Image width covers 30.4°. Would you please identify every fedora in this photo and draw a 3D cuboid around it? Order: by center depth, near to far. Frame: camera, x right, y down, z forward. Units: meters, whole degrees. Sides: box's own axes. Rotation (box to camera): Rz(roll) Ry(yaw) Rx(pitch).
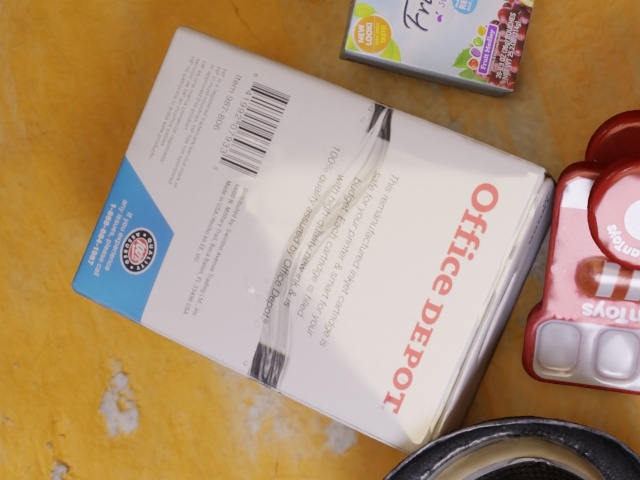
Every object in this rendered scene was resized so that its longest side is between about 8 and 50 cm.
[{"bbox_3d":[0.175,0.324,1.015,0.333,0.152,0.334,-1,111,-2],"label":"fedora"}]

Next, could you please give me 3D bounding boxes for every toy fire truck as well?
[{"bbox_3d":[0.346,0.031,1.062,0.302,0.169,0.254,7,113,8],"label":"toy fire truck"}]

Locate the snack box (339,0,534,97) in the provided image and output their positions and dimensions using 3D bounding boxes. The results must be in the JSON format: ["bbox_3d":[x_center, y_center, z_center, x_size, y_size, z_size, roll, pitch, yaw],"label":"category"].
[{"bbox_3d":[0.126,-0.263,1.169,0.174,0.070,0.207,14,88,-4],"label":"snack box"}]

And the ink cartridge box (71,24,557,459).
[{"bbox_3d":[0.000,0.000,1.160,0.394,0.166,0.286,24,93,18],"label":"ink cartridge box"}]
